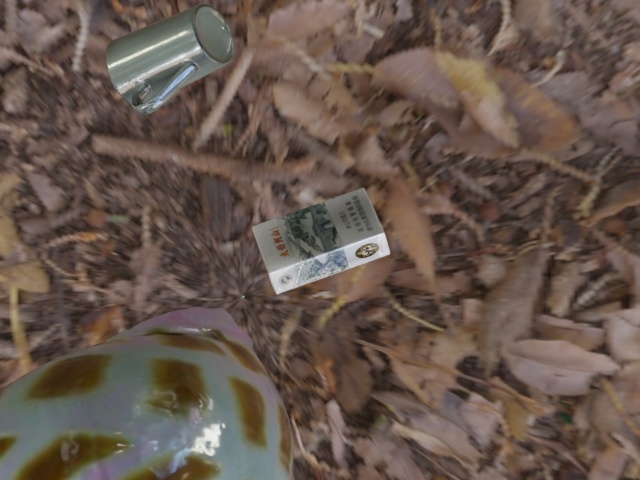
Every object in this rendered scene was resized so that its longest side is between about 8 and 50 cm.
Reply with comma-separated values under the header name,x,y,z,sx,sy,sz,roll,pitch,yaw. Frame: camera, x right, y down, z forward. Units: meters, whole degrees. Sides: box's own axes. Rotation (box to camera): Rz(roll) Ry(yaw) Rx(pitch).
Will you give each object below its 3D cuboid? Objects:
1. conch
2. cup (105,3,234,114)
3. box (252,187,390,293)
name,x,y,z,sx,sy,sz,roll,pitch,yaw
conch,-0.152,0.209,1.177,0.249,0.197,0.368,33,83,-23
cup,-0.114,-0.133,1.202,0.083,0.075,0.054,-20,107,31
box,0.000,0.000,1.124,0.083,0.054,0.024,-20,133,-3
